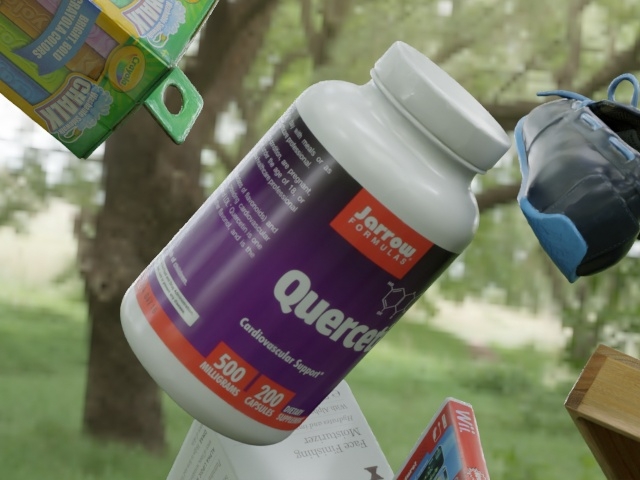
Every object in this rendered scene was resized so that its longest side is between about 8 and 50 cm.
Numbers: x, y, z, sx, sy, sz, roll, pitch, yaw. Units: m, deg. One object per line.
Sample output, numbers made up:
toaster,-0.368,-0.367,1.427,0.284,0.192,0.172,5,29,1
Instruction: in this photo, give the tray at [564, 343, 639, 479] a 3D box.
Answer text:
tray,0.379,0.247,1.702,0.203,0.076,0.411,22,-18,32

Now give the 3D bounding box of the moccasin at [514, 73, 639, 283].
moccasin,0.239,-0.052,1.501,0.117,0.137,0.342,-33,15,15

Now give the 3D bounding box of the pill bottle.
pill bottle,0.000,0.000,1.467,0.181,0.323,0.181,39,14,-12

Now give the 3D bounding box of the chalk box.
chalk box,-0.173,-0.166,1.424,0.213,0.132,0.132,39,-53,-13

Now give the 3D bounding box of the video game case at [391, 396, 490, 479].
video game case,0.066,0.268,1.248,0.025,0.204,0.285,21,28,-17

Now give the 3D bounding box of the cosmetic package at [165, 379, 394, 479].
cosmetic package,-0.028,0.247,1.622,0.151,0.183,0.151,-9,-37,-31
